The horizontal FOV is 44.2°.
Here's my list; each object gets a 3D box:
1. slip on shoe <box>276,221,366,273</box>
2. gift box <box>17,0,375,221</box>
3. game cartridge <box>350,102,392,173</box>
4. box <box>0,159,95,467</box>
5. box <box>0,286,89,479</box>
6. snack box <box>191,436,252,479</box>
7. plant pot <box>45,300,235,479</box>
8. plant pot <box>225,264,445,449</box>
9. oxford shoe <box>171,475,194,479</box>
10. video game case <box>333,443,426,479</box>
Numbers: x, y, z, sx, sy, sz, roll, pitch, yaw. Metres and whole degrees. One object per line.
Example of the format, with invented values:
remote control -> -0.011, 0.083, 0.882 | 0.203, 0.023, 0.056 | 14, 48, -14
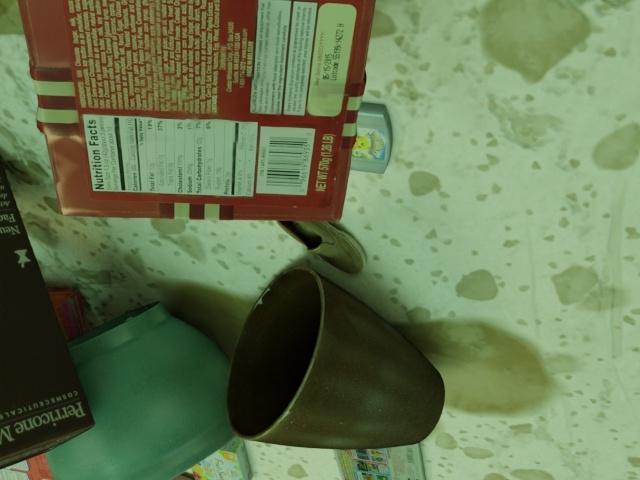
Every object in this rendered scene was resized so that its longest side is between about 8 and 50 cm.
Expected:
slip on shoe -> 0.000, 0.000, 0.918 | 0.051, 0.041, 0.135 | -22, 123, 37
gift box -> -0.070, -0.172, 0.623 | 0.276, 0.258, 0.255 | 4, 136, -11
game cartridge -> 0.046, -0.104, 0.814 | 0.056, 0.017, 0.083 | 5, 136, 11
box -> -0.433, 0.083, 0.916 | 0.143, 0.191, 0.381 | -30, 79, 38
box -> -0.431, 0.229, 1.185 | 0.154, 0.142, 0.300 | 2, 116, 18
snack box -> -0.179, 0.388, 1.385 | 0.100, 0.037, 0.141 | 7, 136, 13
plant pot -> -0.257, 0.204, 1.081 | 0.293, 0.293, 0.196 | -20, 97, 36
plant pot -> 0.034, 0.174, 0.983 | 0.230, 0.215, 0.215 | 26, 139, -26
oxford shoe -> -0.399, 0.549, 1.554 | 0.397, 0.146, 0.140 | -16, 127, 34
video game case -> 0.093, 0.350, 1.256 | 0.143, 0.019, 0.157 | 4, 136, 18
